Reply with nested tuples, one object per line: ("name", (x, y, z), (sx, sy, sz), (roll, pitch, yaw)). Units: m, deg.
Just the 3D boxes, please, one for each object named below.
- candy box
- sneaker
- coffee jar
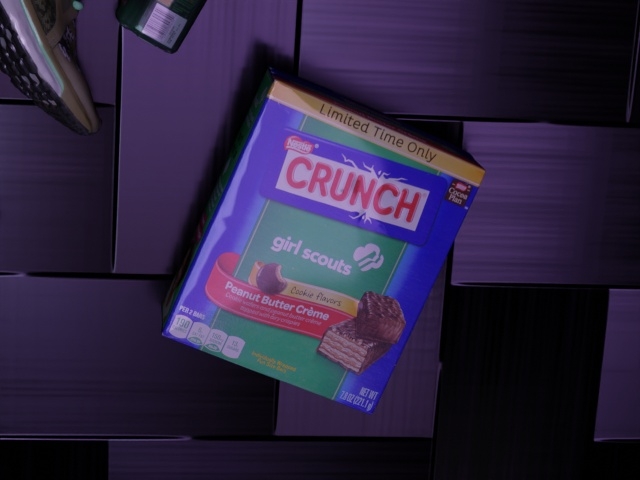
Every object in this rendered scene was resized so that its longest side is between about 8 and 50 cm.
("candy box", (0.000, 0.000, 1.788), (0.268, 0.122, 0.317), (22, 100, -13))
("sneaker", (-0.286, -0.309, 1.663), (0.182, 0.158, 0.410), (-27, 113, -19))
("coffee jar", (-0.145, -0.299, 1.700), (0.079, 0.096, 0.184), (30, 98, -17))
